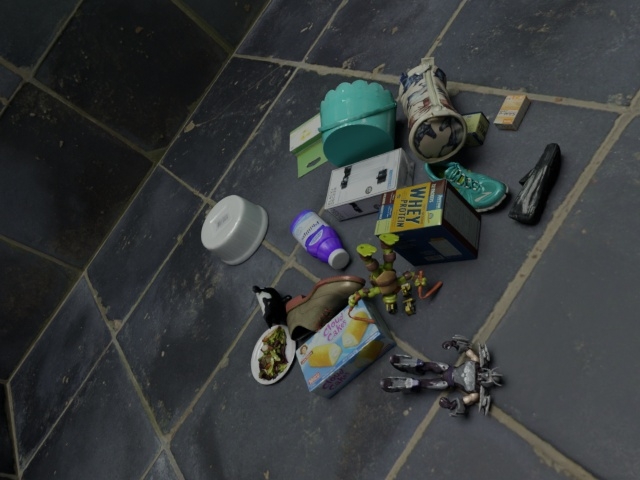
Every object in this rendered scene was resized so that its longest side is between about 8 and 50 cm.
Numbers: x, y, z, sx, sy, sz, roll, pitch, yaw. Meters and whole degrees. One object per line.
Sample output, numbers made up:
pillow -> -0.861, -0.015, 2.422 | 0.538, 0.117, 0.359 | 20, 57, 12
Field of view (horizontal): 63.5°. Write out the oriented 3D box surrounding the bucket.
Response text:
bucket -> 0.127, -0.382, 1.758 | 0.281, 0.281, 0.182 | -22, 52, 33

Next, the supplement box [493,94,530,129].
supplement box -> 0.553, -0.369, 1.492 | 0.062, 0.036, 0.098 | 18, 77, 50

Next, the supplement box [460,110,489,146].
supplement box -> 0.449, -0.333, 1.555 | 0.083, 0.056, 0.083 | 3, 66, 47

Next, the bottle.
bottle -> 0.000, 0.000, 1.740 | 0.118, 0.092, 0.283 | -49, 40, 5

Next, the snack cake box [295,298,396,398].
snack cake box -> 0.066, 0.303, 1.465 | 0.264, 0.089, 0.152 | -43, 42, 13

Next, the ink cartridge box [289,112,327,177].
ink cartridge box -> -0.044, -0.387, 2.089 | 0.171, 0.056, 0.234 | -27, 45, 29

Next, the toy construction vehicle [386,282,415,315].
toy construction vehicle -> 0.220, 0.166, 1.449 | 0.086, 0.035, 0.098 | -22, 49, 33

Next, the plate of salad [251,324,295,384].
plate of salad -> -0.161, 0.366, 1.680 | 0.200, 0.048, 0.199 | -25, 48, 31

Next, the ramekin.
ramekin -> -0.356, -0.050, 2.098 | 0.277, 0.135, 0.277 | -25, 48, 32

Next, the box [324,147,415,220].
box -> 0.160, -0.179, 1.711 | 0.290, 0.087, 0.169 | -12, 55, 40

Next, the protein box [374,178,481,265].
protein box -> 0.291, -0.040, 1.392 | 0.200, 0.201, 0.135 | -10, 57, 41

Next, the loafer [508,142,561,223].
loafer -> 0.544, -0.149, 1.315 | 0.078, 0.076, 0.223 | 19, 81, 42

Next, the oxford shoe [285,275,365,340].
oxford shoe -> 0.017, 0.207, 1.544 | 0.348, 0.123, 0.130 | -39, 42, 47

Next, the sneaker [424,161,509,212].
sneaker -> 0.395, -0.160, 1.445 | 0.107, 0.110, 0.275 | -56, 40, -2

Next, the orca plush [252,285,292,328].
orca plush -> -0.149, 0.194, 1.702 | 0.102, 0.151, 0.287 | -31, -3, -3

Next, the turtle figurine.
turtle figurine -> 0.181, 0.089, 1.364 | 0.270, 0.217, 0.087 | -17, 30, -3

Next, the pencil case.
pencil case -> 0.328, -0.393, 1.551 | 0.160, 0.183, 0.410 | -9, 36, 9

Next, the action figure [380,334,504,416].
action figure -> 0.292, 0.322, 1.223 | 0.285, 0.099, 0.185 | -10, 51, 37
